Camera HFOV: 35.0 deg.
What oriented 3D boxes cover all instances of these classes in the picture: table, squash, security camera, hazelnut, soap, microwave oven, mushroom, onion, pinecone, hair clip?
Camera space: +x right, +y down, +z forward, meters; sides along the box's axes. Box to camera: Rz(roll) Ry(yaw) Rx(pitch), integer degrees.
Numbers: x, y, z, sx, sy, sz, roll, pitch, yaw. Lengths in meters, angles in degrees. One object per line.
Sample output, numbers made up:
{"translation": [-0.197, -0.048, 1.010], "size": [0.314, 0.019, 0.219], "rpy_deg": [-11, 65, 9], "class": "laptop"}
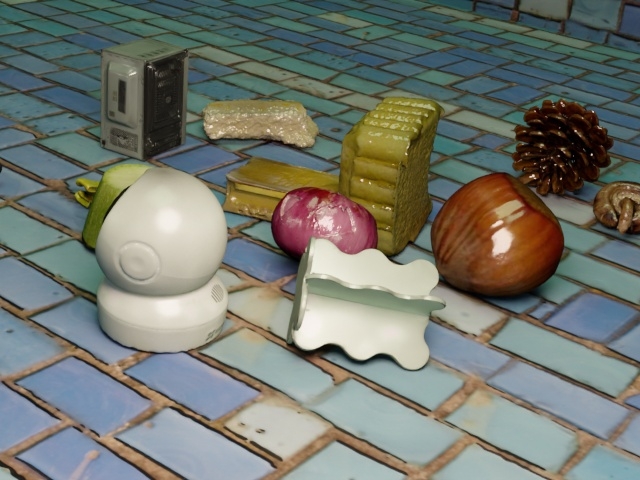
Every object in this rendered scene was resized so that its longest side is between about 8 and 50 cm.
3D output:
{"translation": [0.065, 0.090, 1.430], "size": [0.198, 0.166, 0.166], "rpy_deg": [12, 25, -6], "class": "table"}
{"translation": [-0.306, -0.045, 1.676], "size": [0.170, 0.123, 0.170], "rpy_deg": [9, 28, -5], "class": "squash"}
{"translation": [-0.218, 0.015, 1.421], "size": [0.195, 0.236, 0.194], "rpy_deg": [5, 28, -3], "class": "security camera"}
{"translation": [0.287, 0.002, 1.636], "size": [0.210, 0.210, 0.186], "rpy_deg": [30, 11, 41], "class": "hazelnut"}
{"translation": [-0.051, -0.085, 1.843], "size": [0.233, 0.076, 0.135], "rpy_deg": [12, 25, 19], "class": "soap"}
{"translation": [-0.354, -0.286, 2.053], "size": [0.122, 0.208, 0.162], "rpy_deg": [18, 28, 25], "class": "microwave oven"}
{"translation": [0.577, -0.054, 1.903], "size": [0.135, 0.080, 0.170], "rpy_deg": [3, 23, 25], "class": "mushroom"}
{"translation": [0.004, -0.010, 1.611], "size": [0.177, 0.153, 0.177], "rpy_deg": [37, 13, -10], "class": "onion"}
{"translation": [0.472, -0.178, 2.031], "size": [0.208, 0.207, 0.208], "rpy_deg": [4, 25, -2], "class": "pinecone"}
{"translation": [-0.366, -0.105, 1.862], "size": [0.173, 0.046, 0.072], "rpy_deg": [-16, 36, -40], "class": "hair clip"}

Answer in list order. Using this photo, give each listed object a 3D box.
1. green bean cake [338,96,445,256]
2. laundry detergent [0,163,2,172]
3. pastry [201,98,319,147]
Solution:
{"translation": [0.121, -0.116, 1.758], "size": [0.124, 0.236, 0.233], "rpy_deg": [14, 29, 19], "class": "green bean cake"}
{"translation": [-0.622, -0.093, 1.758], "size": [0.099, 0.070, 0.225], "rpy_deg": [4, 25, 12], "class": "laundry detergent"}
{"translation": [-0.131, -0.254, 2.181], "size": [0.258, 0.089, 0.121], "rpy_deg": [2, 38, -1], "class": "pastry"}
